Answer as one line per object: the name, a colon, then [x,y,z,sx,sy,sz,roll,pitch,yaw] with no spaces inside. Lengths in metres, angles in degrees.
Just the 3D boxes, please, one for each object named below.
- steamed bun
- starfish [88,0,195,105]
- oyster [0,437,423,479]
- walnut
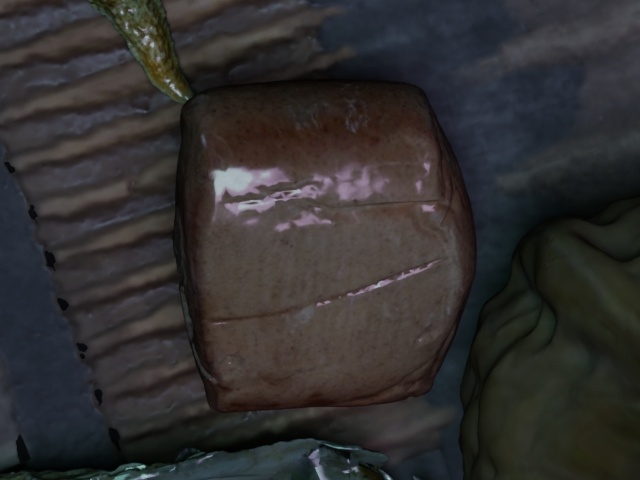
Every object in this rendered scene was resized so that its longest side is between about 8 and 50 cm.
steamed bun: [0.000,0.000,0.941,0.145,0.106,0.175,-7,122,-11]
starfish: [-0.109,-0.156,0.909,0.223,0.050,0.217,-29,117,8]
oyster: [-0.039,0.179,0.997,0.252,0.087,0.199,-20,100,-9]
walnut: [0.186,0.089,0.928,0.248,0.248,0.248,-2,108,-7]
